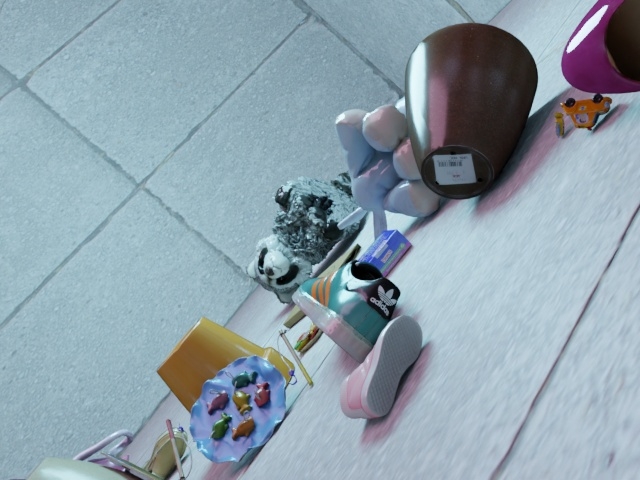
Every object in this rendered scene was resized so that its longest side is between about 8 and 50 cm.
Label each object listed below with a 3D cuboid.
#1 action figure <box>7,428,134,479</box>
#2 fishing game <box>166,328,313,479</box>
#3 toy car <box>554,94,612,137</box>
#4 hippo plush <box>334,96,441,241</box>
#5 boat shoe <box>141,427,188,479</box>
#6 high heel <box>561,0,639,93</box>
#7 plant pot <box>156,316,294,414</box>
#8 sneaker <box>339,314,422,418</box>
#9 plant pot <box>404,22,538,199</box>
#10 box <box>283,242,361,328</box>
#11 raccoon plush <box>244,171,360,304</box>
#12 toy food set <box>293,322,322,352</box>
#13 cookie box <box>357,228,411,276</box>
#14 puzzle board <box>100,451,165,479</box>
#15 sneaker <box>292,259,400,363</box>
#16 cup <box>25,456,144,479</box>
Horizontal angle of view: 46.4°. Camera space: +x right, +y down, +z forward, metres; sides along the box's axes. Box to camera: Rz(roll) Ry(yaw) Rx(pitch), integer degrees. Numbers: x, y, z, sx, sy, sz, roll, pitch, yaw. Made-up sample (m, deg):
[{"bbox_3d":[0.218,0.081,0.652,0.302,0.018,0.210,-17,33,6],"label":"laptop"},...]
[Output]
[{"bbox_3d":[-0.585,0.542,1.605,0.248,0.370,0.275,108,156,-56],"label":"action figure"},{"bbox_3d":[-0.138,0.263,1.185,0.264,0.041,0.189,-36,41,5],"label":"fishing game"},{"bbox_3d":[0.328,-0.151,0.937,0.122,0.060,0.040,12,-105,-78],"label":"toy car"},{"bbox_3d":[0.183,-0.152,1.411,0.237,0.234,0.294,-32,-47,-32],"label":"hippo plush"},{"bbox_3d":[-0.345,0.492,1.637,0.190,0.068,0.072,-59,14,26],"label":"boat shoe"},{"bbox_3d":[0.313,-0.185,0.662,0.181,0.127,0.377,-40,5,-23],"label":"high heel"},{"bbox_3d":[-0.183,0.244,1.350,0.205,0.188,0.205,-48,6,6],"label":"plant pot"},{"bbox_3d":[0.063,0.143,0.834,0.070,0.051,0.134,-34,19,50],"label":"sneaker"},{"bbox_3d":[0.220,-0.180,1.154,0.215,0.215,0.230,-43,22,45],"label":"plant pot"},{"bbox_3d":[0.004,0.104,1.711,0.201,0.021,0.164,-44,7,45],"label":"box"},{"bbox_3d":[0.000,0.000,2.042,0.446,0.216,0.299,-11,-42,-48],"label":"raccoon plush"},{"bbox_3d":[-0.019,0.176,1.402,0.083,0.020,0.082,-48,6,8],"label":"toy food set"},{"bbox_3d":[0.107,0.027,1.321,0.092,0.040,0.107,-49,5,-5],"label":"cookie box"},{"bbox_3d":[-0.315,0.407,1.308,0.011,0.128,0.096,-65,-22,-17],"label":"puzzle board"},{"bbox_3d":[0.045,0.090,1.108,0.121,0.108,0.302,-49,14,-4],"label":"sneaker"},{"bbox_3d":[-0.428,0.504,1.258,0.331,0.237,0.331,-48,5,6],"label":"cup"}]
